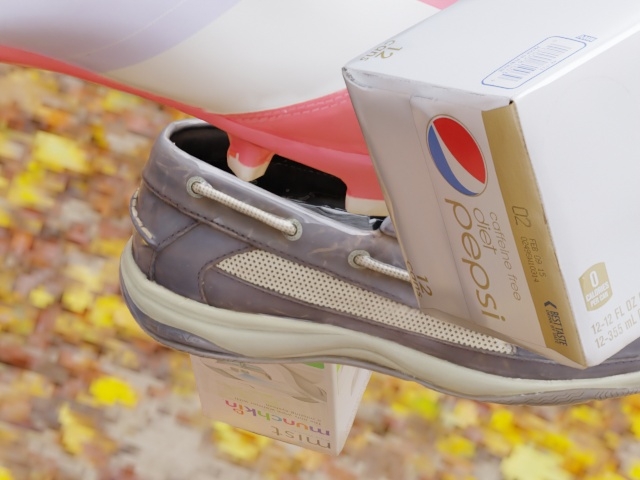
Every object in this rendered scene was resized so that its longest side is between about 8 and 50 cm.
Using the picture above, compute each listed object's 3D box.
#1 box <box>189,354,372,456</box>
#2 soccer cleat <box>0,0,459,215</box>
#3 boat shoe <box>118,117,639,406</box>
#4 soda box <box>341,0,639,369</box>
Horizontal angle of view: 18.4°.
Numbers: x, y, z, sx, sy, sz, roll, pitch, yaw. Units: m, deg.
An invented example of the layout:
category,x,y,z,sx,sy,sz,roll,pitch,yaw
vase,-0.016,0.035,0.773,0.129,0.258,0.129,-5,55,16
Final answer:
category,x,y,z,sx,sy,sz,roll,pitch,yaw
box,0.000,0.000,1.542,0.126,0.231,0.262,16,66,9
soccer cleat,-0.068,-0.083,0.533,0.248,0.095,0.083,17,19,-8
boat shoe,0.066,0.001,1.084,0.355,0.130,0.132,3,34,-1
soda box,0.115,-0.054,0.510,0.216,0.074,0.069,-31,26,-25
